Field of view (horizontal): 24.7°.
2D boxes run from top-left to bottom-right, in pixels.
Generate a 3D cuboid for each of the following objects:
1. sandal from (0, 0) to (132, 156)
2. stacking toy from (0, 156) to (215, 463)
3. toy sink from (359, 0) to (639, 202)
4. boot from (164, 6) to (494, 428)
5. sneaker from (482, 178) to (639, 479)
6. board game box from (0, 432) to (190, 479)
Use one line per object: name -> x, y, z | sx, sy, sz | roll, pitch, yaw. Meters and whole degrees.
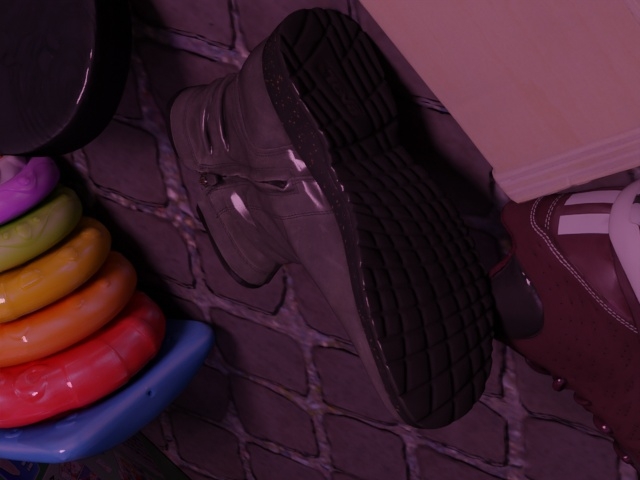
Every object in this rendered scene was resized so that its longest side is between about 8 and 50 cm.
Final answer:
sandal -> -0.320, -0.129, 0.932 | 0.445, 0.168, 0.107 | -1, 176, 33
stacking toy -> -0.222, -0.003, 1.034 | 0.165, 0.175, 0.302 | 1, 121, 43
toy sink -> 0.120, -0.113, 0.594 | 0.234, 0.153, 0.131 | 48, 144, -18
boot -> 0.000, 0.000, 0.844 | 0.161, 0.083, 0.247 | -31, 78, 55
sneaker -> 0.179, 0.080, 0.831 | 0.162, 0.106, 0.281 | 4, 125, 45
board game box -> -0.207, 0.199, 1.192 | 0.046, 0.213, 0.317 | -40, 104, 19
